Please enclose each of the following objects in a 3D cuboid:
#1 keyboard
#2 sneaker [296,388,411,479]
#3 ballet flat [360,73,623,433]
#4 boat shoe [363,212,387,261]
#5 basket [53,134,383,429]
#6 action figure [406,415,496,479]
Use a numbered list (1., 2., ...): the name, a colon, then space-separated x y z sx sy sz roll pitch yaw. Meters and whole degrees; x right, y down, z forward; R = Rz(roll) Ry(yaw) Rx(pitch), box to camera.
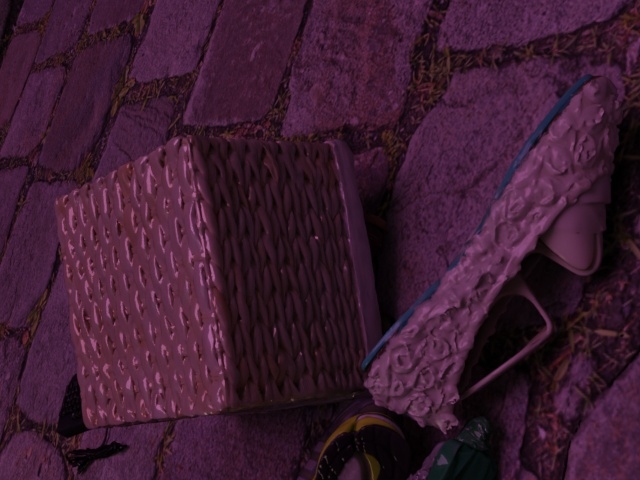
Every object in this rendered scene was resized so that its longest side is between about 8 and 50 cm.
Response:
1. keyboard: -0.376 0.293 1.539 0.317 0.033 0.202 -27 52 41
2. sneaker: 0.019 0.291 1.017 0.300 0.111 0.121 -57 3 28
3. ballet flat: 0.206 0.030 0.912 0.409 0.147 0.147 -54 39 9
4. boat shoe: 0.000 0.000 1.204 0.207 0.073 0.073 2 71 51
5. basket: -0.132 0.064 1.107 0.328 0.266 0.331 -17 80 44
6. action figure: 0.112 0.283 0.903 0.232 0.137 0.063 -57 25 -2
